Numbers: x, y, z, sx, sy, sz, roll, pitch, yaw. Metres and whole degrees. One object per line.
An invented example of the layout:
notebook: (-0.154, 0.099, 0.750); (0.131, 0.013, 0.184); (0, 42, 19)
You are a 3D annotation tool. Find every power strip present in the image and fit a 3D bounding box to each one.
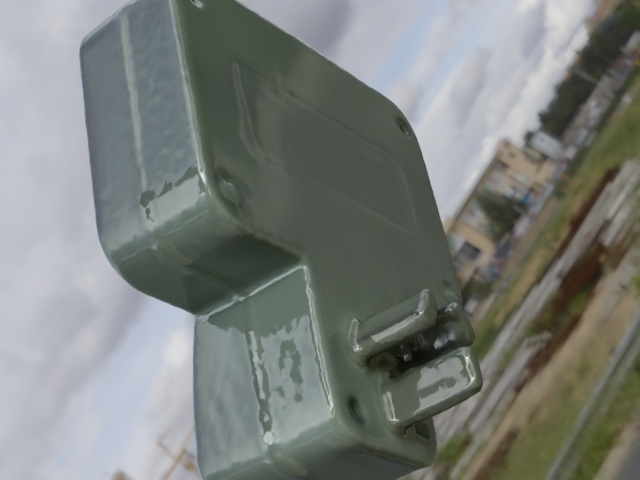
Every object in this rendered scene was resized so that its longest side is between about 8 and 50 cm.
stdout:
power strip: (0.000, 0.000, 0.679); (0.141, 0.261, 0.229); (-29, -34, 28)
